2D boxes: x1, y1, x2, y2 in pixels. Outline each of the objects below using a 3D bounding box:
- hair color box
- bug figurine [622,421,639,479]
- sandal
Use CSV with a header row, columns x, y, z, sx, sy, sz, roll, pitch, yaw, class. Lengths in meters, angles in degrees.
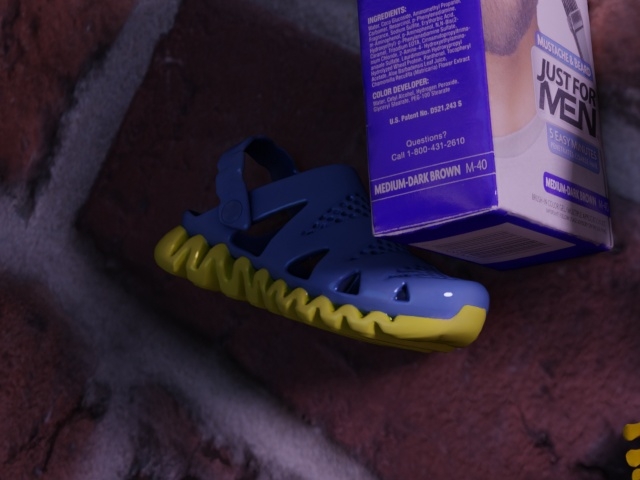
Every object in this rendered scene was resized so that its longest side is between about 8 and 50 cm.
x,y,z,sx,sy,sz,roll,pitch,yaw,class
0.117,-0.160,1.030,0.110,0.185,0.339,-14,74,33,hair color box
0.329,0.071,0.901,0.279,0.072,0.216,-21,63,36,bug figurine
0.000,0.000,1.128,0.317,0.126,0.138,19,89,36,sandal
